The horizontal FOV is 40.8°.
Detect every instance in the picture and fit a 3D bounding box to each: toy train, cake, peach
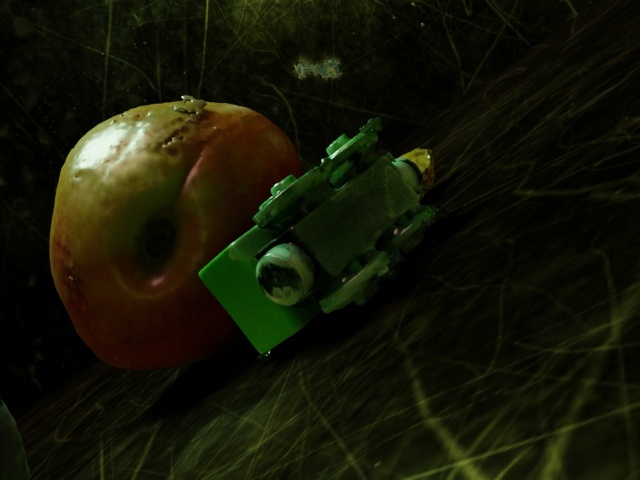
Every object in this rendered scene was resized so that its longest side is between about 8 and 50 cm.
[{"bbox_3d":[0.000,0.000,0.828,0.188,0.132,0.243,-38,1,40],"label":"toy train"},{"bbox_3d":[0.071,-0.040,1.086,0.185,0.079,0.116,-26,21,13],"label":"cake"},{"bbox_3d":[-0.169,-0.008,1.051,0.372,0.290,0.372,13,-90,-87],"label":"peach"}]

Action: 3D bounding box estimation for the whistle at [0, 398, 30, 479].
[{"bbox_3d":[-0.330,0.243,0.549,0.168,0.188,0.404,6,-74,-60],"label":"whistle"}]
